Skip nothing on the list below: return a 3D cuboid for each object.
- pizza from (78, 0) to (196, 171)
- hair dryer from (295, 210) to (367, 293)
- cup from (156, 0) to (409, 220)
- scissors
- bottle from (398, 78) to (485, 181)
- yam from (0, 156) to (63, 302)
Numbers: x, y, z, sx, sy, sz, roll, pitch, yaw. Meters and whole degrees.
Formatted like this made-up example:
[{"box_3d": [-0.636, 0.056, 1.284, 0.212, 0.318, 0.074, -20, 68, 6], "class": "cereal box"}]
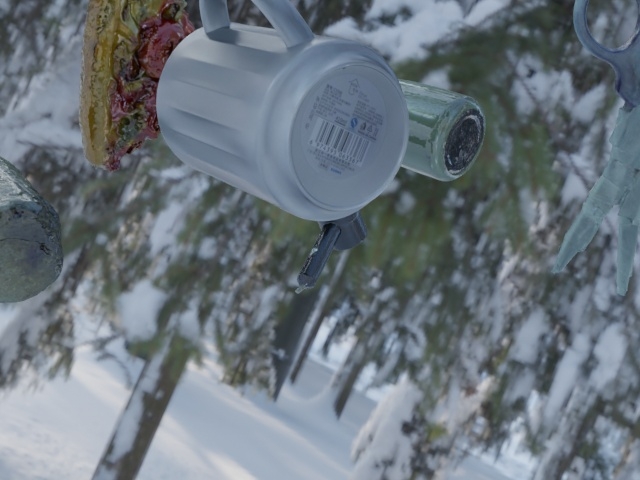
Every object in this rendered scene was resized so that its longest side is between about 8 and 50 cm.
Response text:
[{"box_3d": [-0.314, -0.360, 1.947, 0.130, 0.440, 0.406, 21, 18, 33], "class": "pizza"}, {"box_3d": [0.000, 0.000, 1.522, 0.071, 0.219, 0.124, -3, -47, 31], "class": "hair dryer"}, {"box_3d": [-0.060, -0.209, 1.309, 0.237, 0.323, 0.327, -25, 28, -27], "class": "cup"}, {"box_3d": [0.383, -0.112, 1.137, 0.256, 0.383, 0.029, 10, 21, -5], "class": "scissors"}, {"box_3d": [0.137, -0.236, 1.859, 0.347, 0.168, 0.168, 23, -3, 35], "class": "bottle"}, {"box_3d": [-0.566, -0.030, 1.650, 0.195, 0.195, 0.300, 26, 8, -41], "class": "yam"}]
